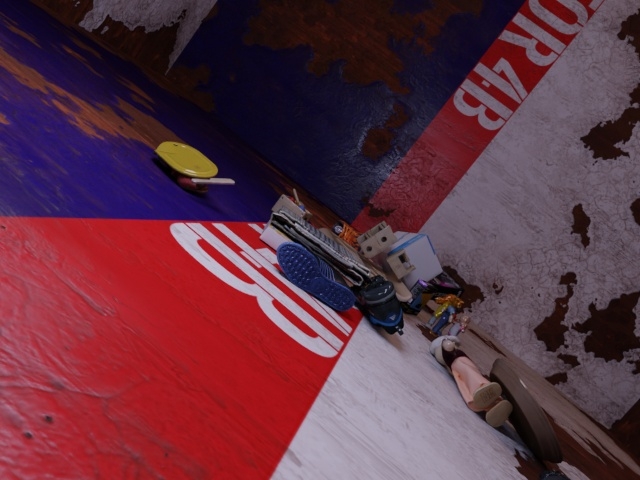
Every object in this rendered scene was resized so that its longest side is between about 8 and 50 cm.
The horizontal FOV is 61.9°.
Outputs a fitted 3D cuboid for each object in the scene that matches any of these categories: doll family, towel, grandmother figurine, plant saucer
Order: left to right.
[{"bbox_3d":[0.000,0.000,1.534,0.312,0.056,0.324,38,5,-5],"label":"towel"},{"bbox_3d":[0.464,0.277,1.972,0.118,0.163,0.263,38,7,0],"label":"doll family"},{"bbox_3d":[0.385,0.351,1.454,0.208,0.104,0.342,64,-2,-15],"label":"grandmother figurine"},{"bbox_3d":[0.505,0.430,1.341,0.278,0.041,0.278,63,0,0],"label":"plant saucer"}]

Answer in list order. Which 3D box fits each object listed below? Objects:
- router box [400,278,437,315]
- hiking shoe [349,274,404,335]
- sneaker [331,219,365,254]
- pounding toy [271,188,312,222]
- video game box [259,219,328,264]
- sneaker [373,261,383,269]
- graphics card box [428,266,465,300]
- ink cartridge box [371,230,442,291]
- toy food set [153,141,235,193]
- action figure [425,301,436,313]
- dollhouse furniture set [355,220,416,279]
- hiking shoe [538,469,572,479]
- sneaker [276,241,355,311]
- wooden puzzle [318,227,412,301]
[{"bbox_3d":[0.366,0.215,2.004,0.046,0.133,0.179,41,9,25],"label":"router box"},{"bbox_3d":[0.149,0.176,1.451,0.304,0.113,0.132,-119,-173,-87],"label":"hiking shoe"},{"bbox_3d":[0.125,-0.005,2.340,0.180,0.125,0.321,34,-3,1],"label":"sneaker"},{"bbox_3d":[-0.098,-0.120,1.962,0.130,0.100,0.141,40,8,11],"label":"pounding toy"},{"bbox_3d":[-0.067,0.022,1.461,0.205,0.048,0.187,37,5,-8],"label":"video game box"},{"bbox_3d":[0.218,0.125,2.094,0.051,0.070,0.134,37,8,-19],"label":"sneaker"},{"bbox_3d":[0.450,0.168,2.423,0.370,0.094,0.233,14,25,-34],"label":"graphics card box"},{"bbox_3d":[0.334,0.078,2.136,0.171,0.168,0.232,64,-17,-14],"label":"ink cartridge box"},{"bbox_3d":[-0.329,-0.166,1.326,0.218,0.071,0.128,40,31,30],"label":"toy food set"},{"bbox_3d":[0.472,0.235,2.557,0.139,0.091,0.280,18,21,-50],"label":"action figure"},{"bbox_3d":[0.233,0.047,1.936,0.184,0.129,0.129,57,4,-9],"label":"dollhouse furniture set"},{"bbox_3d":[0.454,0.491,1.023,0.227,0.086,0.114,40,-8,-34],"label":"hiking shoe"},{"bbox_3d":[-0.018,0.079,1.253,0.232,0.081,0.090,43,3,-21],"label":"sneaker"},{"bbox_3d":[0.134,0.094,1.890,0.347,0.080,0.322,32,8,-11],"label":"wooden puzzle"}]
